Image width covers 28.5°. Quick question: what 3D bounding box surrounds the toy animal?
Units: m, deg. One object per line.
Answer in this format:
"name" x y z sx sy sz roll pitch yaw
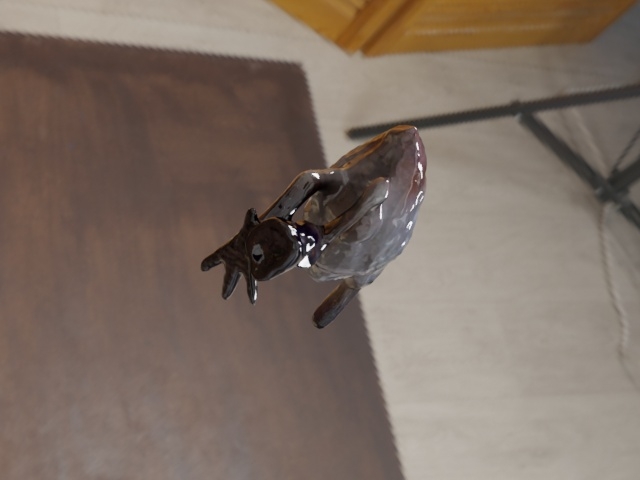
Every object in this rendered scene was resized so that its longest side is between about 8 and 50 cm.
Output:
"toy animal" 0.021 -0.011 1.048 0.090 0.195 0.324 55 8 15
